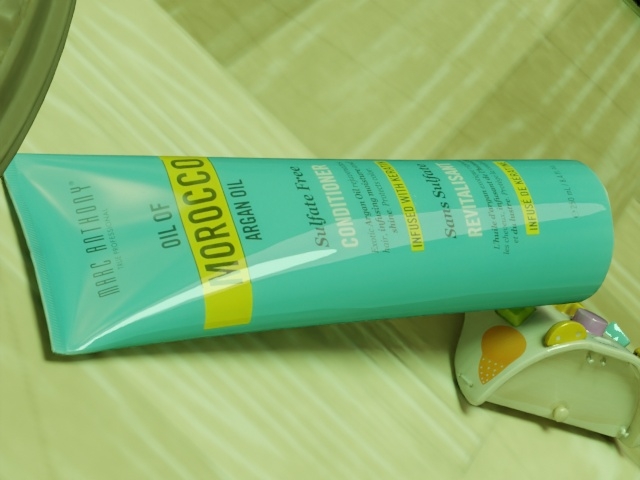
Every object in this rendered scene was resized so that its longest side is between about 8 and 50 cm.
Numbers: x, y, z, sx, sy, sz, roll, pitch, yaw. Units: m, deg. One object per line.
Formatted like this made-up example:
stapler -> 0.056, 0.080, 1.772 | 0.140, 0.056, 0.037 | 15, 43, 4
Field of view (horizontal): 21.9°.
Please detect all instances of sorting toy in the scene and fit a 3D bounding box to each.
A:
sorting toy -> 0.086, 0.035, 0.638 | 0.083, 0.045, 0.075 | 18, 23, -32

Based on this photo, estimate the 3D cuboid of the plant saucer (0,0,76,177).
plant saucer -> -0.176, -0.098, 0.372 | 0.278, 0.041, 0.278 | 1, 88, -30

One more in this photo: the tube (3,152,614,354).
tube -> 0.000, 0.000, 0.560 | 0.207, 0.052, 0.080 | -3, 46, -26
